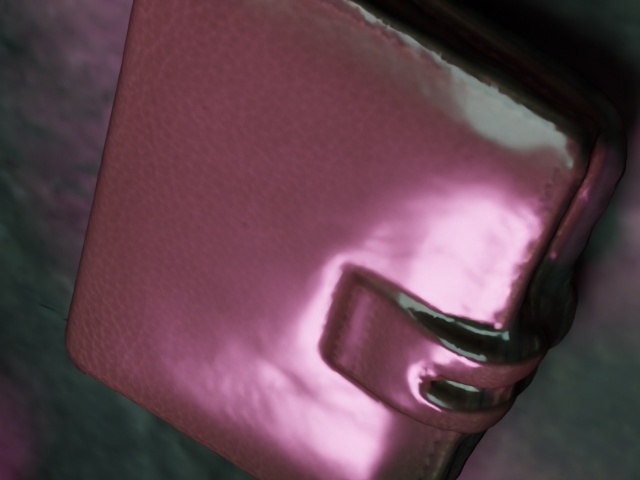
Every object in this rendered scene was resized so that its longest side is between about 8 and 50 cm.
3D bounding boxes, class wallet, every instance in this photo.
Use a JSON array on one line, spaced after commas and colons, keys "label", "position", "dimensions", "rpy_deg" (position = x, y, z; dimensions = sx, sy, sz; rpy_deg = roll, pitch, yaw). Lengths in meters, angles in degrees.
[{"label": "wallet", "position": [0.000, 0.000, 0.420], "dimensions": [0.118, 0.039, 0.153], "rpy_deg": [34, 134, 12]}]
